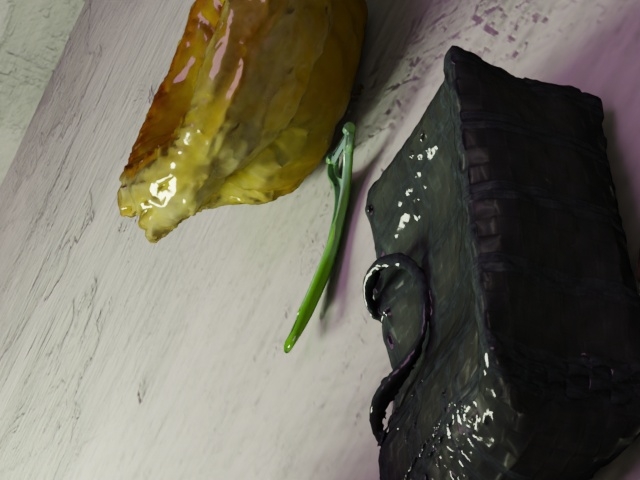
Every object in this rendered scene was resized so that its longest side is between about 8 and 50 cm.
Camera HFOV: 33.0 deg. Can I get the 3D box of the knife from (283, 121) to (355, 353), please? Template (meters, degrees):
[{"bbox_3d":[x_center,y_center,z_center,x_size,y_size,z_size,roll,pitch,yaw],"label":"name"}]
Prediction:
[{"bbox_3d":[0.003,0.000,0.756,0.078,0.023,0.166,108,175,-71],"label":"knife"}]

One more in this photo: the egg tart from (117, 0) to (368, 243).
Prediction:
[{"bbox_3d":[-0.051,-0.135,0.858,0.319,0.128,0.319,-56,20,33],"label":"egg tart"}]

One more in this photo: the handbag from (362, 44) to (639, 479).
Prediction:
[{"bbox_3d":[0.072,0.031,0.530,0.175,0.089,0.270,124,153,-47],"label":"handbag"}]

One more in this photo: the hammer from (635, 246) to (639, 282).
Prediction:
[{"bbox_3d":[0.172,-0.116,0.503,0.125,0.027,0.297,-28,46,55],"label":"hammer"}]
